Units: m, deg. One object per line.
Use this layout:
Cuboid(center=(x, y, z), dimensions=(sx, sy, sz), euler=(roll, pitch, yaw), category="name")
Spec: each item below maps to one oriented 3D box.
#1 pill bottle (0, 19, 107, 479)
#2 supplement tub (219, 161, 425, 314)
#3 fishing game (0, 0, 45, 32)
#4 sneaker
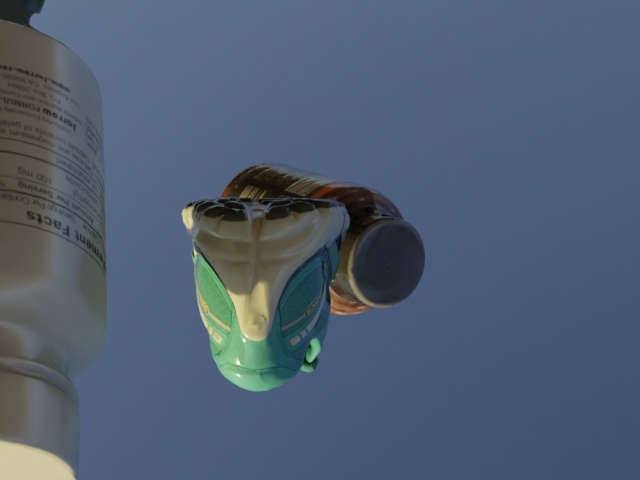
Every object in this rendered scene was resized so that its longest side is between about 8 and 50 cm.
Cuboid(center=(-0.173, 0.014, 0.673), dimensions=(0.131, 0.131, 0.229), euler=(-19, -124, 20), category="pill bottle")
Cuboid(center=(0.000, 0.000, 1.077), dimensions=(0.106, 0.106, 0.198), euler=(-44, -150, -16), category="supplement tub")
Cuboid(center=(-0.254, -0.124, 0.872), dimensions=(0.189, 0.041, 0.264), euler=(10, -132, 40), category="fishing game")
Cuboid(center=(-0.037, 0.028, 0.809), dimensions=(0.107, 0.110, 0.275), euler=(1, -178, 3), category="sneaker")
